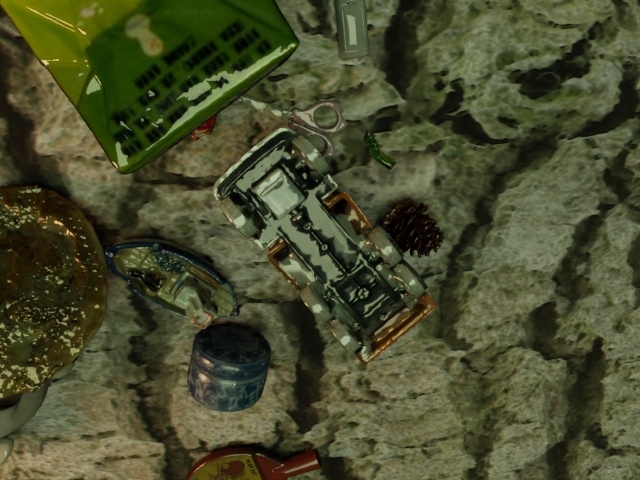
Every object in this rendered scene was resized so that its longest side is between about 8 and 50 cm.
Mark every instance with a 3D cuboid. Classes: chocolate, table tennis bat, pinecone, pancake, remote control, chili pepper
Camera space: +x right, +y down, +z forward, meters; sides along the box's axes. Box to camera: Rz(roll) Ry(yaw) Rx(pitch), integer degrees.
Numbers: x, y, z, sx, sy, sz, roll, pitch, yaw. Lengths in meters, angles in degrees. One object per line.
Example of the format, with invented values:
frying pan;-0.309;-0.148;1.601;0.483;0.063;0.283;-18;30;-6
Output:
chocolate;-0.223;-0.292;0.697;0.300;0.137;0.289;-34;96;5
table tennis bat;-0.150;0.529;1.127;0.309;0.038;0.201;-18;114;3
pinecone;0.171;-0.019;0.917;0.109;0.102;0.102;33;106;12
pancake;-0.511;0.081;0.786;0.355;0.065;0.357;4;69;-11
remote control;0.046;-0.381;0.790;0.049;0.027;0.184;-10;112;-5
chili pepper;0.102;-0.157;0.893;0.027;0.022;0.083;-24;119;38

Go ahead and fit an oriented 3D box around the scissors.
scissors;-0.060;-0.208;0.848;0.212;0.021;0.111;20;106;-16

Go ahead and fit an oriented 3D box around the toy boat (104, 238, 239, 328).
toy boat;-0.251;0.078;0.884;0.262;0.115;0.114;35;103;-19

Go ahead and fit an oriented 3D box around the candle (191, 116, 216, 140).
candle;-0.183;-0.223;0.808;0.051;0.052;0.131;15;109;-14

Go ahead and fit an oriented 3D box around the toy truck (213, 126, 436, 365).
toy truck;0.000;0.000;0.842;0.173;0.207;0.388;-40;108;0

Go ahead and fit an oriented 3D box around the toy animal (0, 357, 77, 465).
toy animal;-0.624;0.304;0.903;0.257;0.194;0.357;18;127;-39

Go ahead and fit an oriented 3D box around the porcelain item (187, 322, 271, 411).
porcelain item;-0.169;0.229;0.940;0.147;0.147;0.114;8;110;-11
